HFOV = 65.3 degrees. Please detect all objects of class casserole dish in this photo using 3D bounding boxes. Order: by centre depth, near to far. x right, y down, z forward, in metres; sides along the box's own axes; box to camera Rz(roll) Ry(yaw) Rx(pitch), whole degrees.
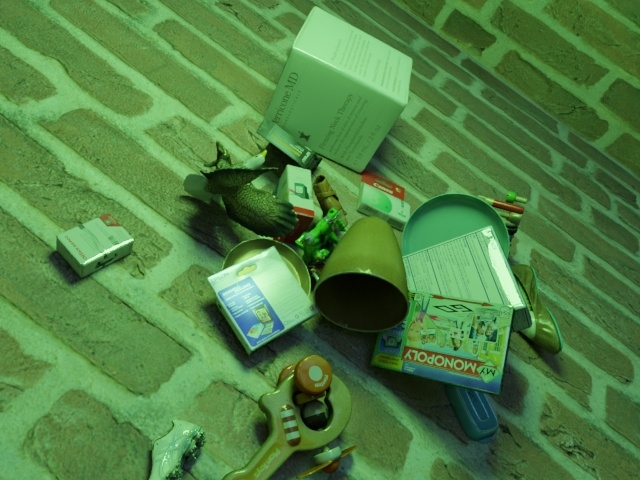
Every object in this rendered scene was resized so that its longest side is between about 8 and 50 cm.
[{"bbox_3d":[0.410,0.443,1.341,0.114,0.037,0.188,-2,54,-31],"label":"casserole dish"}]

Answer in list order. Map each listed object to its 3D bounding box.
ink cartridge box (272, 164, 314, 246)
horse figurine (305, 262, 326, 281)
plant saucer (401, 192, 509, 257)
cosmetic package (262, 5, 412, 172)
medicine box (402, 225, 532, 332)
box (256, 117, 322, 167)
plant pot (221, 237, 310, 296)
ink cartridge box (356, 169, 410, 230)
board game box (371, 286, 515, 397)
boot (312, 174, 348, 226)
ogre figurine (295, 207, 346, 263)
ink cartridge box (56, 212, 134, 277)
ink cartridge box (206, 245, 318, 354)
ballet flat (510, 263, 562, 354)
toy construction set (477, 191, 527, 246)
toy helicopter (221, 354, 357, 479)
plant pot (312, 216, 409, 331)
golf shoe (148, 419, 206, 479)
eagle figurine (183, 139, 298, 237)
[{"bbox_3d":[-0.080,-0.086,1.430,0.078,0.134,0.231,12,50,-21],"label":"ink cartridge box"},{"bbox_3d":[0.095,0.104,1.422,0.263,0.066,0.174,-27,74,-36],"label":"horse figurine"},{"bbox_3d":[0.410,0.012,1.535,0.317,0.318,0.043,40,17,5],"label":"plant saucer"},{"bbox_3d":[0.060,-0.514,1.727,0.393,0.329,0.327,24,46,-9],"label":"cosmetic package"},{"bbox_3d":[0.392,0.142,1.388,0.149,0.289,0.264,51,24,-49],"label":"medicine box"},{"bbox_3d":[-0.091,-0.294,1.564,0.183,0.056,0.231,36,7,1],"label":"box"},{"bbox_3d":[-0.141,0.103,1.295,0.236,0.032,0.236,11,57,-17],"label":"plant pot"},{"bbox_3d":[0.223,-0.157,1.720,0.181,0.056,0.225,23,48,-11],"label":"ink cartridge box"},{"bbox_3d":[0.302,0.244,1.247,0.317,0.046,0.214,6,67,29],"label":"board game box"},{"bbox_3d":[0.021,-0.122,1.471,0.073,0.197,0.152,-29,107,-4],"label":"boot"},{"bbox_3d":[0.000,0.000,1.385,0.118,0.197,0.097,-38,88,-22],"label":"ogre figurine"},{"bbox_3d":[-0.521,0.010,1.156,0.099,0.056,0.135,45,45,11],"label":"ink cartridge box"},{"bbox_3d":[-0.142,0.141,1.222,0.206,0.045,0.208,-26,74,-33],"label":"ink cartridge box"},{"bbox_3d":[0.672,0.218,1.636,0.124,0.116,0.342,1,51,-4],"label":"ballet flat"},{"bbox_3d":[0.518,-0.048,1.637,0.237,0.309,0.257,19,57,20],"label":"toy construction set"},{"bbox_3d":[-0.061,0.430,1.049,0.235,0.140,0.355,48,57,1],"label":"toy helicopter"},{"bbox_3d":[0.122,0.067,1.297,0.237,0.237,0.254,25,46,-9],"label":"plant pot"},{"bbox_3d":[-0.297,0.422,0.952,0.086,0.069,0.176,21,40,15],"label":"golf shoe"},{"bbox_3d":[-0.209,-0.149,1.314,0.226,0.225,0.298,5,31,-34],"label":"eagle figurine"}]
